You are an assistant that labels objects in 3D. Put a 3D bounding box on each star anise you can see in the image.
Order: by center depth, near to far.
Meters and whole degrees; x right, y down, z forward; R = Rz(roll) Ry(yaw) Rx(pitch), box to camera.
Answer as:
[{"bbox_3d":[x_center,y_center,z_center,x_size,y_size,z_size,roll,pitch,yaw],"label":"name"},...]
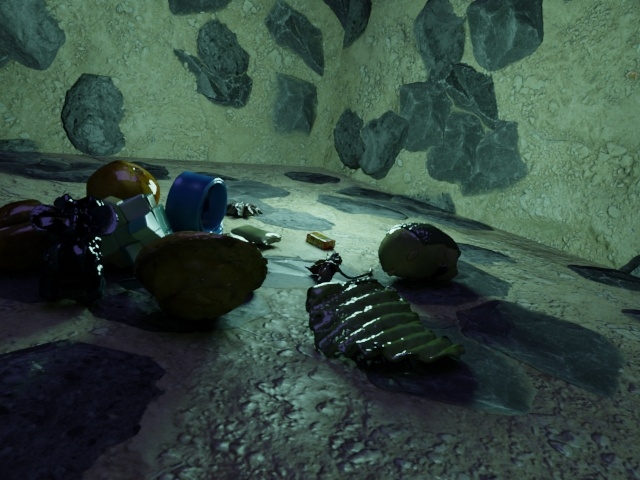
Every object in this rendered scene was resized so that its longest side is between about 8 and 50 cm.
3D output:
[{"bbox_3d":[0.078,0.123,1.798,0.148,0.218,0.227,-15,-50,44],"label":"star anise"},{"bbox_3d":[-0.371,-0.154,2.395,0.195,0.065,0.182,15,15,31],"label":"star anise"}]

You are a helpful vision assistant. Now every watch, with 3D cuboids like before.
[{"bbox_3d":[-0.431,-0.115,1.853,0.242,0.274,0.305,12,21,9],"label":"watch"}]

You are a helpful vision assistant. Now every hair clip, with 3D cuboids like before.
[{"bbox_3d":[-0.624,0.002,1.293,0.195,0.206,0.310,0,52,-21],"label":"hair clip"}]

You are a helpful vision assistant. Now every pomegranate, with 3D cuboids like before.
[{"bbox_3d":[-0.748,-0.167,1.896,0.265,0.264,0.264,9,16,-3],"label":"pomegranate"}]

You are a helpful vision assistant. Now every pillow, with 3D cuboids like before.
[{"bbox_3d":[-0.258,-0.021,2.027,0.208,0.053,0.119,17,15,35],"label":"pillow"}]

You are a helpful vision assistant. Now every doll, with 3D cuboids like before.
[{"bbox_3d":[0.383,0.054,1.870,0.350,0.247,0.247,1,17,-47],"label":"doll"}]

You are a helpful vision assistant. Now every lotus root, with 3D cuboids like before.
[{"bbox_3d":[-0.854,-0.013,1.391,0.188,0.198,0.180,12,10,33],"label":"lotus root"}]

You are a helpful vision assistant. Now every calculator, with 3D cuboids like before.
[{"bbox_3d":[-0.465,0.110,1.367,0.172,0.057,0.018,-10,56,12],"label":"calculator"}]

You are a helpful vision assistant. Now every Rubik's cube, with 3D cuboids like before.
[{"bbox_3d":[-0.581,-0.017,1.539,0.225,0.265,0.213,-18,16,1],"label":"Rubik's cube"}]

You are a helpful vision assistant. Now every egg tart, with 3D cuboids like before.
[{"bbox_3d":[-0.291,0.107,1.256,0.346,0.345,0.132,2,57,-24],"label":"egg tart"}]

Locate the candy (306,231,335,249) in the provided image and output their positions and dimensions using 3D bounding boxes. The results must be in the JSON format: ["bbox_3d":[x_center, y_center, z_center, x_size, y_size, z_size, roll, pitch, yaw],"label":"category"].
[{"bbox_3d":[0.000,0.000,2.128,0.062,0.037,0.122,-6,22,-43],"label":"candy"}]

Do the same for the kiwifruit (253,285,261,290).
[{"bbox_3d":[-0.226,0.112,1.559,0.075,0.075,0.124,-2,16,-34],"label":"kiwifruit"}]

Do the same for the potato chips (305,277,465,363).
[{"bbox_3d":[0.161,0.228,1.346,0.390,0.097,0.373,3,23,-27],"label":"potato chips"}]
